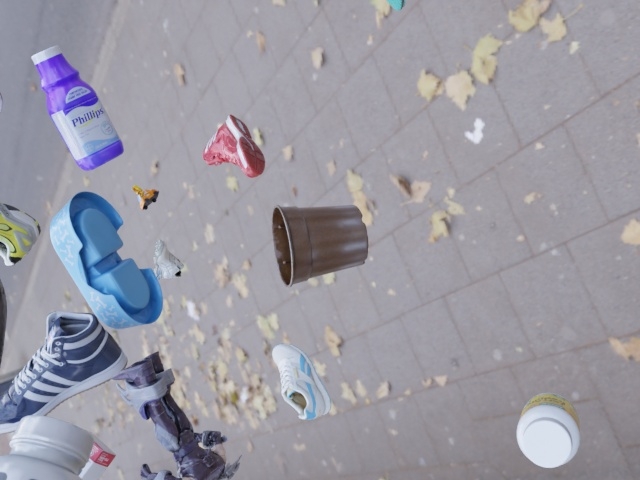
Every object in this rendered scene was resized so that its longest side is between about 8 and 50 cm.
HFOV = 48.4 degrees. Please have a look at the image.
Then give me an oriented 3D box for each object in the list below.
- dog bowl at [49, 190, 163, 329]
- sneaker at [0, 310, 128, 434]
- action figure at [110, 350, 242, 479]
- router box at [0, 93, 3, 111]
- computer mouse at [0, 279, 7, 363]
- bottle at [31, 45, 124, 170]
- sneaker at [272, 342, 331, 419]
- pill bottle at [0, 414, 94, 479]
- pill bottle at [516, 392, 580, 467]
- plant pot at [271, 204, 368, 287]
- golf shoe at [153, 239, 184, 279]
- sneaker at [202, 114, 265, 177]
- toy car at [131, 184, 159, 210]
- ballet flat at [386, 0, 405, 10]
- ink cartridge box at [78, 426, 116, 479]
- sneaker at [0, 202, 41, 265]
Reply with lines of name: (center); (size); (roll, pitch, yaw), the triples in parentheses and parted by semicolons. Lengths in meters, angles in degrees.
dog bowl: (-0.434, 0.048, 1.438); (0.074, 0.166, 0.297); (-25, 100, 19)
sneaker: (-0.519, 0.237, 1.328); (0.099, 0.282, 0.153); (45, 157, 49)
action figure: (-0.233, 0.324, 1.168); (0.099, 0.185, 0.285); (-30, 87, 18)
router box: (-0.974, -0.250, 1.710); (0.082, 0.335, 0.301); (51, 124, 41)
computer mouse: (-0.382, 0.136, 0.689); (0.072, 0.188, 0.272); (73, -154, -70)
bottle: (-0.570, -0.308, 1.659); (0.092, 0.118, 0.283); (-4, 116, 47)
sneaker: (-0.065, 0.369, 1.888); (0.229, 0.092, 0.087); (52, 128, 26)
pill bottle: (-0.478, 0.451, 1.130); (0.176, 0.176, 0.319); (127, 160, -52)
pill bottle: (0.447, 0.374, 1.398); (0.117, 0.208, 0.118); (0, 89, 20)
plant pot: (0.000, 0.000, 1.428); (0.167, 0.165, 0.167); (171, 90, -76)
golf shoe: (-0.429, 0.053, 2.019); (0.176, 0.086, 0.069); (108, 167, -60)
sneaker: (-0.220, -0.205, 1.788); (0.128, 0.087, 0.221); (-43, 43, 20)
toy car: (-0.409, -0.116, 1.660); (0.040, 0.060, 0.122); (37, 160, 5)
ballet flat: (0.110, -0.560, 1.377); (0.083, 0.087, 0.247); (-120, 16, -51)
ink cartridge box: (-0.534, 0.497, 1.567); (0.099, 0.135, 0.056); (28, 165, 31)
sneaker: (-0.994, -0.065, 2.023); (0.145, 0.384, 0.147); (-31, 38, 45)
